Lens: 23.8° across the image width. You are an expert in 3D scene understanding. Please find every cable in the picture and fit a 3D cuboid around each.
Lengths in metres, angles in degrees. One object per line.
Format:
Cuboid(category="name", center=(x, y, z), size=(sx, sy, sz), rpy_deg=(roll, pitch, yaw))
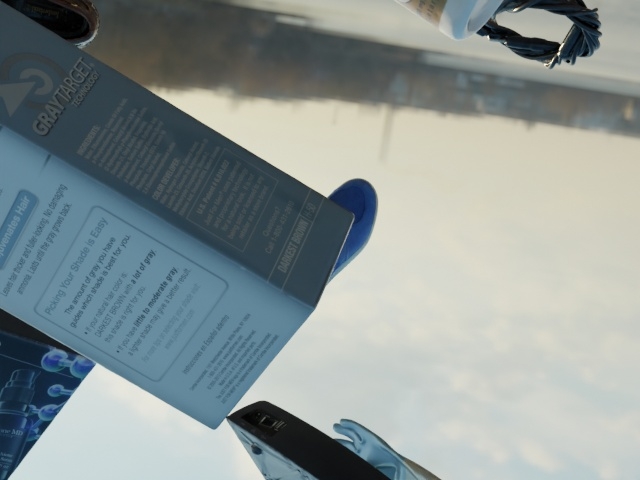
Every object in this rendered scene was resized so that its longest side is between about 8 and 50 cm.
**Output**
Cuboid(category="cable", center=(0.258, -0.251, 1.802), size=(0.150, 0.047, 0.184), rpy_deg=(37, 158, -32))

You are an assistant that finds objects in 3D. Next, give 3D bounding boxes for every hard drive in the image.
Cuboid(category="hard drive", center=(0.025, 0.266, 1.581), size=(0.254, 0.054, 0.172), rpy_deg=(29, 158, 35))

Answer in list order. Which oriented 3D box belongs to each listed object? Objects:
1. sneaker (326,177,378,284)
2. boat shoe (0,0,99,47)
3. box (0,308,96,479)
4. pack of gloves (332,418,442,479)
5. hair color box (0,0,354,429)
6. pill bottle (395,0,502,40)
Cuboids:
Cuboid(category="sneaker", center=(0.001, 0.001, 1.395), size=(0.058, 0.152, 0.084), rpy_deg=(37, 172, 12))
Cuboid(category="boat shoe", center=(-0.321, -0.234, 1.502), size=(0.207, 0.073, 0.073), rpy_deg=(7, -164, -10))
Cuboid(category="box", center=(-0.551, 0.194, 2.168), size=(0.293, 0.395, 0.212), rpy_deg=(22, -152, -32))
Cuboid(category="pack of gloves", center=(0.073, 0.323, 1.742), size=(0.046, 0.195, 0.232), rpy_deg=(-21, -148, -30))
Cuboid(category="hair color box", center=(-0.186, -0.030, 1.132), size=(0.374, 0.185, 0.114), rpy_deg=(31, -135, -7))
Cuboid(category="pill bottle", center=(0.072, -0.296, 1.391), size=(0.229, 0.131, 0.131), rpy_deg=(36, -167, 11))
